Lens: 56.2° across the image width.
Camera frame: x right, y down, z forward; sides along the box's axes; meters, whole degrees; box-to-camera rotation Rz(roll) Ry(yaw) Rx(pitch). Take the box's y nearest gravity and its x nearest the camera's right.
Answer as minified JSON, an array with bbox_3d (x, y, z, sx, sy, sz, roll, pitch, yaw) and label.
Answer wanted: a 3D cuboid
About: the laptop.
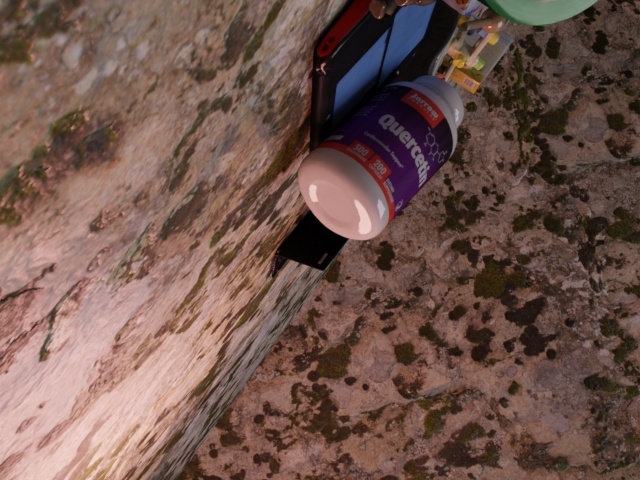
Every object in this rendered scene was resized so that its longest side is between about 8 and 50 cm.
[{"bbox_3d":[0.000,0.000,1.541,0.234,0.136,0.264,-51,172,-24],"label":"laptop"}]

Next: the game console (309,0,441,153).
[{"bbox_3d":[0.099,-0.322,1.008,0.342,0.060,0.386,-54,173,-13],"label":"game console"}]

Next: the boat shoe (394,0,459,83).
[{"bbox_3d":[0.188,-0.348,1.270,0.320,0.118,0.103,-62,168,2],"label":"boat shoe"}]

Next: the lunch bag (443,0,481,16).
[{"bbox_3d":[0.333,-0.588,1.126,0.243,0.115,0.303,-46,170,-41],"label":"lunch bag"}]

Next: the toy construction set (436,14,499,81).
[{"bbox_3d":[0.289,-0.406,1.517,0.327,0.151,0.215,-47,-163,-3],"label":"toy construction set"}]

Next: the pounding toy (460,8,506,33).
[{"bbox_3d":[0.400,-0.487,1.157,0.183,0.110,0.237,-38,165,-54],"label":"pounding toy"}]

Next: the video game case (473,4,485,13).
[{"bbox_3d":[0.522,-0.764,1.660,0.204,0.025,0.285,-35,170,-9],"label":"video game case"}]

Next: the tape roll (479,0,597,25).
[{"bbox_3d":[0.377,-0.521,0.973,0.321,0.321,0.077,-58,-148,25],"label":"tape roll"}]

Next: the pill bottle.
[{"bbox_3d":[0.120,-0.160,1.071,0.323,0.181,0.181,-46,170,-27],"label":"pill bottle"}]

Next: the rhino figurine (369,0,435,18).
[{"bbox_3d":[0.128,-0.398,0.733,0.106,0.073,0.243,-31,143,-36],"label":"rhino figurine"}]

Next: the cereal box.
[{"bbox_3d":[0.417,-0.536,1.685,0.240,0.173,0.047,-50,171,-31],"label":"cereal box"}]
